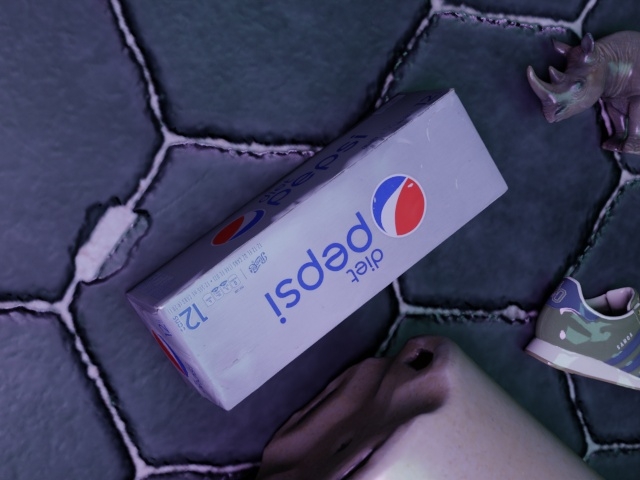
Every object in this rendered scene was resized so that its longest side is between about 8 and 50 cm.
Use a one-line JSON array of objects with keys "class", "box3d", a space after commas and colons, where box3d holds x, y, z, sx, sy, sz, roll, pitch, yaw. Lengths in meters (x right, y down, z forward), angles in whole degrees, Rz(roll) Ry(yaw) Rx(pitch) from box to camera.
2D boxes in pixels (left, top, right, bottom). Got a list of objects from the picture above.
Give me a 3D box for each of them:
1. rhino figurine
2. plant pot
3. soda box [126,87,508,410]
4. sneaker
[{"class": "rhino figurine", "box3d": [0.279, -0.129, 0.994, 0.243, 0.073, 0.106, 8, 97, -25]}, {"class": "plant pot", "box3d": [0.104, 0.250, 0.844, 0.334, 0.334, 0.305, -43, 100, -15]}, {"class": "soda box", "box3d": [0.000, 0.000, 0.864, 0.286, 0.091, 0.098, -38, 109, -17]}, {"class": "sneaker", "box3d": [0.279, 0.086, 1.021, 0.192, 0.064, 0.086, 16, 94, -23]}]
